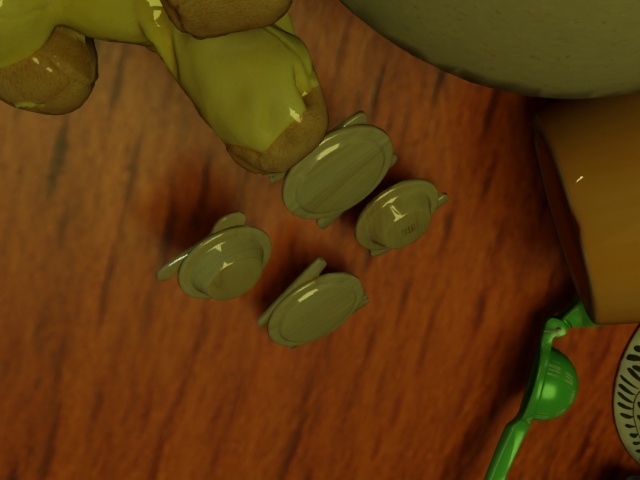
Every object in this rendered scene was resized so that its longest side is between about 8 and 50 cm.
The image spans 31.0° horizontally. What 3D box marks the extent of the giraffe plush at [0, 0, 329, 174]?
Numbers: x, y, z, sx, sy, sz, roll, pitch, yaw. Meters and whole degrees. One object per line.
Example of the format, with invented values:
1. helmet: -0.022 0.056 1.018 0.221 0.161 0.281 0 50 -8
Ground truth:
1. giraffe plush: -0.106 -0.120 0.534 0.170 0.181 0.210 -18 108 0

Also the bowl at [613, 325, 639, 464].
1. bowl: 0.292 0.108 0.779 0.170 0.080 0.170 -5 111 -14

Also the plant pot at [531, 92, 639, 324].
1. plant pot: 0.227 -0.038 0.652 0.188 0.205 0.205 -16 114 6

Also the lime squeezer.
1. lime squeezer: 0.176 0.090 0.741 0.310 0.059 0.110 -40 103 4

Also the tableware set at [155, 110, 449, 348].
1. tableware set: 0.000 0.000 0.643 0.141 0.020 0.168 -41 147 11

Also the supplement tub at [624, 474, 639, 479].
1. supplement tub: 0.196 0.263 0.792 0.106 0.106 0.198 20 103 -23

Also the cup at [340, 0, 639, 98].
1. cup: 0.137 -0.237 0.455 0.331 0.237 0.331 0 88 -9
